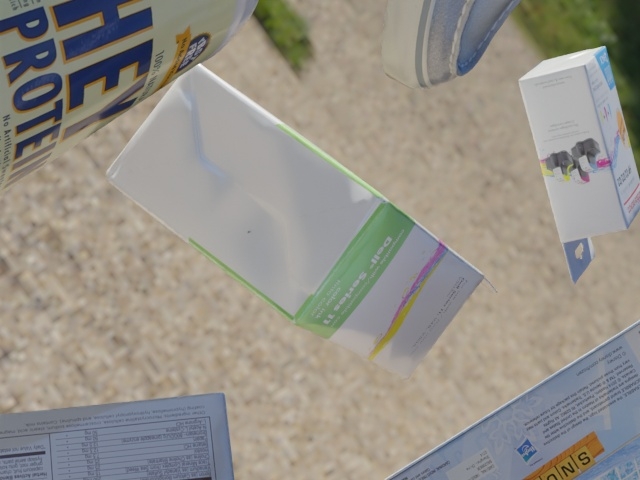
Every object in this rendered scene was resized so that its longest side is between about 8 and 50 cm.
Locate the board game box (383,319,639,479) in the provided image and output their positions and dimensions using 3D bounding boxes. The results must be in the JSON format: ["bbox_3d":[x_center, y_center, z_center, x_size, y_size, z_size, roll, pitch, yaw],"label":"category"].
[{"bbox_3d":[0.195,0.252,1.218,0.318,0.318,0.066,62,23,15],"label":"board game box"}]

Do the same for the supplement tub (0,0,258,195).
[{"bbox_3d":[-0.177,-0.164,1.017,0.325,0.235,0.235,-38,95,-34],"label":"supplement tub"}]

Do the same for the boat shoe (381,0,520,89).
[{"bbox_3d":[0.102,-0.155,0.743,0.081,0.227,0.079,30,8,18],"label":"boat shoe"}]

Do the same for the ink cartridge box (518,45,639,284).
[{"bbox_3d":[0.229,-0.065,1.565,0.104,0.061,0.181,-38,114,-66],"label":"ink cartridge box"}]

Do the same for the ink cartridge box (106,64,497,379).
[{"bbox_3d":[0.000,0.000,1.501,0.207,0.119,0.353,37,2,24],"label":"ink cartridge box"}]

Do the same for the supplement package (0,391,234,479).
[{"bbox_3d":[-0.139,0.251,1.085,0.199,0.198,0.263,97,-14,-68],"label":"supplement package"}]
